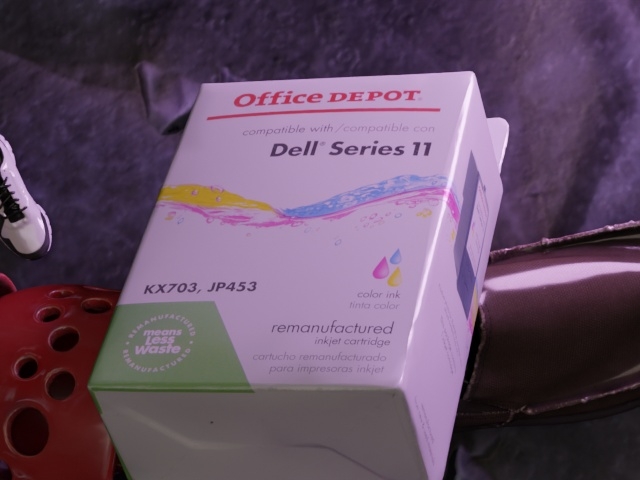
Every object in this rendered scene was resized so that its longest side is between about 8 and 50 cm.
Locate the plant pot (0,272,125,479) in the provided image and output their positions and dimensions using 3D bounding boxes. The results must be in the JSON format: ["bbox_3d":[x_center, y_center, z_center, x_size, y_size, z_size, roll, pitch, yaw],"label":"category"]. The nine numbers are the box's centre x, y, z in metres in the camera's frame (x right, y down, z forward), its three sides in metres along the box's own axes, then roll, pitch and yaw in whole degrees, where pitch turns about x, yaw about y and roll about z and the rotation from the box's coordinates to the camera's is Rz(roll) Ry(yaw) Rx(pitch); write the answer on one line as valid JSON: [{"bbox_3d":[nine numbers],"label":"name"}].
[{"bbox_3d":[-0.191,0.120,1.376,0.174,0.191,0.191,11,84,12],"label":"plant pot"}]

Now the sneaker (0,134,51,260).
[{"bbox_3d":[-0.238,-0.034,1.474,0.040,0.044,0.109,-29,82,-1],"label":"sneaker"}]

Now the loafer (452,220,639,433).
[{"bbox_3d":[0.132,0.074,1.378,0.366,0.130,0.133,-18,81,3],"label":"loafer"}]

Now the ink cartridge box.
[{"bbox_3d":[0.000,0.000,1.302,0.207,0.119,0.353,-1,45,18],"label":"ink cartridge box"}]
